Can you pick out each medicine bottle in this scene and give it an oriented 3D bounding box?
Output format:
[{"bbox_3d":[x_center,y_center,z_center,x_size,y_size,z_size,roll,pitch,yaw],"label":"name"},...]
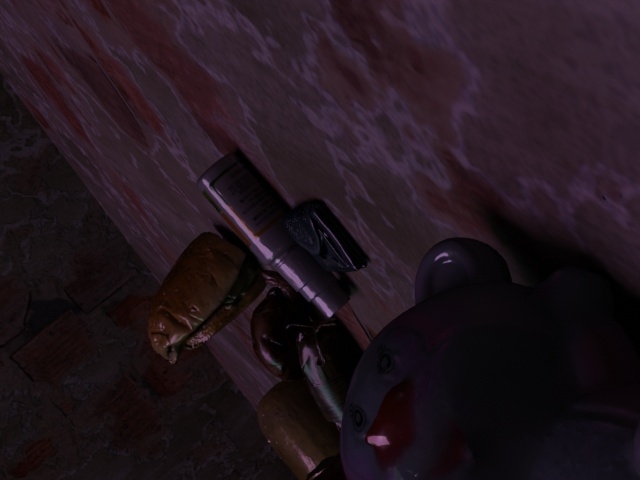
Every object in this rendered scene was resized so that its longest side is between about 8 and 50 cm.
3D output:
[{"bbox_3d":[-0.049,-0.004,1.208,0.220,0.061,0.092,49,-169,3],"label":"medicine bottle"}]

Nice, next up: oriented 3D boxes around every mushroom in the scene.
[{"bbox_3d":[-0.058,0.121,1.487,0.135,0.080,0.170,-61,-37,-69],"label":"mushroom"}]

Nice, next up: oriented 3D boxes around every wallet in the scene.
[{"bbox_3d":[0.000,0.000,1.108,0.088,0.026,0.129,51,167,-8],"label":"wallet"}]

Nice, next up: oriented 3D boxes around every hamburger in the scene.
[{"bbox_3d":[-0.197,0.089,1.614,0.135,0.208,0.155,47,172,-4],"label":"hamburger"}]

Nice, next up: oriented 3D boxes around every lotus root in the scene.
[{"bbox_3d":[0.016,0.394,1.899,0.342,0.151,0.169,47,168,24],"label":"lotus root"}]

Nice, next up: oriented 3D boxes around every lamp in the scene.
[{"bbox_3d":[0.162,0.141,0.655,0.247,0.247,0.301,7,-173,-43],"label":"lamp"}]

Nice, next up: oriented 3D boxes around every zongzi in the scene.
[{"bbox_3d":[0.011,0.165,1.474,0.184,0.084,0.187,-115,0,-67],"label":"zongzi"}]

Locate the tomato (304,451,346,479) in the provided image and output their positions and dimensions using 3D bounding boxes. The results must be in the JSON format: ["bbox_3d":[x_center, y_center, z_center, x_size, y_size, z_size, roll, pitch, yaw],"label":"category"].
[{"bbox_3d":[0.071,0.452,1.589,0.303,0.303,0.239,53,-178,-15],"label":"tomato"}]
